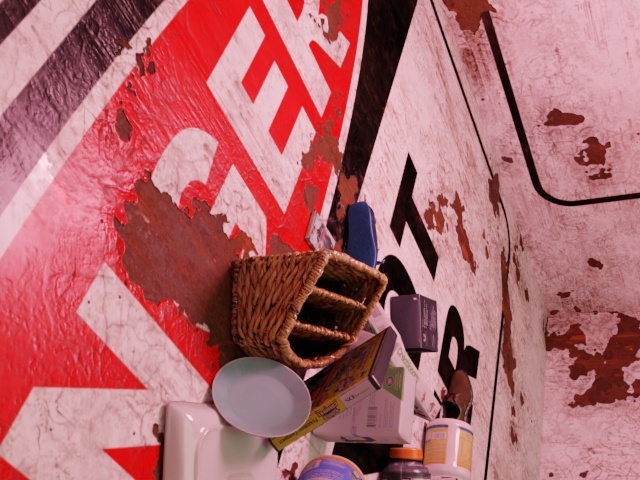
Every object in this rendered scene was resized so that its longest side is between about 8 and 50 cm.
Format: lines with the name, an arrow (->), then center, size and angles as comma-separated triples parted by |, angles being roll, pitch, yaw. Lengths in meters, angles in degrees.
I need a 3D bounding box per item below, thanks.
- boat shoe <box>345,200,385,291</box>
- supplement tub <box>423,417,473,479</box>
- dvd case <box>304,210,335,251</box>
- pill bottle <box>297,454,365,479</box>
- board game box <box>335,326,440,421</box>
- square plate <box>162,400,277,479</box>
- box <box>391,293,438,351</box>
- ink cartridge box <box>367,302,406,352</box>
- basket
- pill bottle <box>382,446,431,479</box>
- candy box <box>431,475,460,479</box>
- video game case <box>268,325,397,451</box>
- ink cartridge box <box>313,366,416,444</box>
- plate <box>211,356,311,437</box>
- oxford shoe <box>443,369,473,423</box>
boat shoe -> 0.122, 0.023, 2.009 | 0.089, 0.109, 0.258 | 48, 44, -54
supplement tub -> 0.381, 0.649, 2.326 | 0.144, 0.144, 0.199 | 51, 41, -47
dvd case -> 0.000, 0.000, 1.870 | 0.119, 0.013, 0.087 | 57, 36, -40
pill bottle -> 0.003, 0.542, 1.521 | 0.272, 0.152, 0.152 | -40, 121, -77
board game box -> 0.159, 0.325, 1.905 | 0.053, 0.193, 0.305 | -55, 137, -22
square plate -> -0.162, 0.466, 1.392 | 0.347, 0.049, 0.343 | 24, 62, -60
box -> 0.277, 0.245, 2.274 | 0.158, 0.093, 0.155 | 25, 62, -61
ink cartridge box -> 0.187, 0.297, 2.034 | 0.181, 0.056, 0.224 | -121, -169, -62
basket -> -0.013, 0.152, 1.572 | 0.299, 0.223, 0.213 | 29, 58, -60
pill bottle -> 0.224, 0.666, 2.025 | 0.130, 0.131, 0.245 | 30, 57, -58
candy box -> 0.295, 0.744, 2.107 | 0.070, 0.165, 0.196 | 54, 38, -47
video game case -> 0.033, 0.290, 1.555 | 0.035, 0.248, 0.275 | 53, 18, -3
ink cartridge box -> 0.099, 0.372, 1.754 | 0.093, 0.213, 0.154 | 49, 42, -52
plate -> -0.110, 0.292, 1.433 | 0.188, 0.188, 0.024 | -54, 167, -54
oxford shoe -> 0.452, 0.526, 2.572 | 0.096, 0.083, 0.227 | 48, 42, -43
